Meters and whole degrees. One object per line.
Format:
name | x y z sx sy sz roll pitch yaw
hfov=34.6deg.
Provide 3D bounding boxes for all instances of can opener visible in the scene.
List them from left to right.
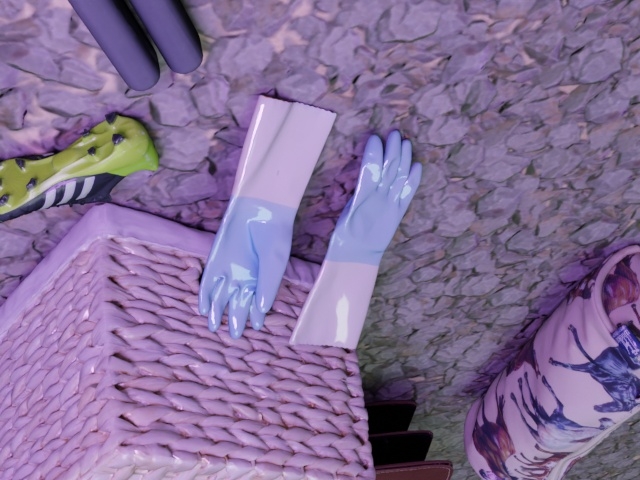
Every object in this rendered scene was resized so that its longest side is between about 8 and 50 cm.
can opener | -0.155 -0.190 0.682 0.074 0.093 0.280 -18 151 6

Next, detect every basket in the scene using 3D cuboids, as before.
basket | -0.160 0.182 1.061 0.328 0.267 0.331 18 134 -37

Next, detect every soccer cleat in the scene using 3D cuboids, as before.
soccer cleat | -0.224 -0.049 0.885 0.178 0.060 0.072 -22 147 7

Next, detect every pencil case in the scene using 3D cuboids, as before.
pencil case | 0.331 0.191 1.317 0.159 0.184 0.410 1 144 -21

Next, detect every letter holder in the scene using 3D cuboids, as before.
letter holder | 0.006 0.303 1.398 0.301 0.152 0.214 -6 144 -11

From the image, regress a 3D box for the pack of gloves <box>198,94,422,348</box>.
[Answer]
pack of gloves | 0.000 0.000 0.944 0.195 0.046 0.232 9 108 -33
